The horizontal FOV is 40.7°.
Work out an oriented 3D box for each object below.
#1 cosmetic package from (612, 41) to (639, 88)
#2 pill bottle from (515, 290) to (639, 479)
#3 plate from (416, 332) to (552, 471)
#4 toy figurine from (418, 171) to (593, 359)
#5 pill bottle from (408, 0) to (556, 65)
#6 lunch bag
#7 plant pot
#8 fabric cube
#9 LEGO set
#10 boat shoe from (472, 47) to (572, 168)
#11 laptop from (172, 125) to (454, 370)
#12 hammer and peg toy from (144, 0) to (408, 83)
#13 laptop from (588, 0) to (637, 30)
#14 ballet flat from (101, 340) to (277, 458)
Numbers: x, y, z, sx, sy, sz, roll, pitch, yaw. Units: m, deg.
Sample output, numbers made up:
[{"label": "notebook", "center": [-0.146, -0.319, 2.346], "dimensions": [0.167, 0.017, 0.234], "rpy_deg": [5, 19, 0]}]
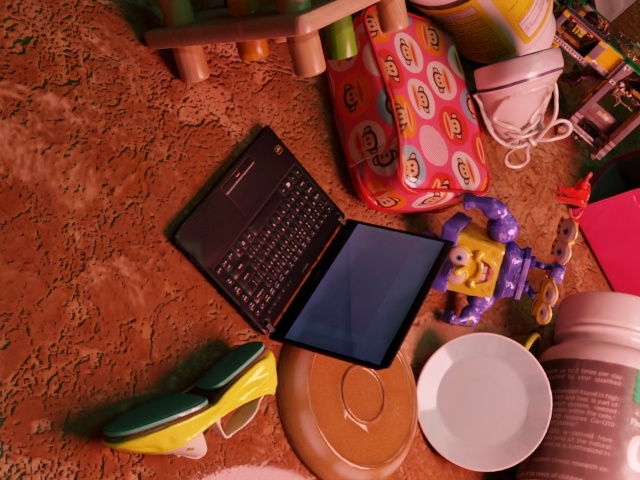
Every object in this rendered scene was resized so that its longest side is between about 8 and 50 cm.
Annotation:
[{"label": "cosmetic package", "center": [0.650, -0.375, 1.848], "dimensions": [0.041, 0.060, 0.115], "rpy_deg": [53, 48, -14]}, {"label": "pill bottle", "center": [0.399, 0.269, 1.237], "dimensions": [0.204, 0.204, 0.360], "rpy_deg": [30, 64, -31]}, {"label": "plate", "center": [0.223, 0.222, 1.190], "dimensions": [0.188, 0.024, 0.188], "rpy_deg": [0, 80, -1]}, {"label": "toy figurine", "center": [0.244, 0.046, 1.273], "dimensions": [0.191, 0.217, 0.362], "rpy_deg": [-50, 153, -56]}, {"label": "pill bottle", "center": [0.256, -0.398, 1.374], "dimensions": [0.334, 0.188, 0.187], "rpy_deg": [24, 57, -55]}, {"label": "lunch bag", "center": [0.143, -0.188, 1.270], "dimensions": [0.258, 0.120, 0.293], "rpy_deg": [0, 74, -43]}, {"label": "plant pot", "center": [0.047, 0.197, 1.097], "dimensions": [0.236, 0.032, 0.236], "rpy_deg": [18, 63, -38]}, {"label": "fabric cube", "center": [0.667, -0.034, 1.595], "dimensions": [0.254, 0.259, 0.258], "rpy_deg": [-41, 105, -44]}, {"label": "LEGO set", "center": [0.488, -0.307, 1.625], "dimensions": [0.331, 0.192, 0.255], "rpy_deg": [35, 33, -11]}, {"label": "boat shoe", "center": [0.306, -0.193, 1.333], "dimensions": [0.367, 0.136, 0.156], "rpy_deg": [-21, 97, -86]}, {"label": "laptop", "center": [0.000, 0.000, 1.055], "dimensions": [0.264, 0.137, 0.234], "rpy_deg": [49, 47, -17]}, {"label": "hammer and peg toy", "center": [-0.018, -0.307, 1.092], "dimensions": [0.361, 0.266, 0.127], "rpy_deg": [-38, 123, -44]}, {"label": "laptop", "center": [0.685, -0.690, 1.786], "dimensions": [0.382, 0.236, 0.407], "rpy_deg": [-38, 116, -51]}, {"label": "ballet flat", "center": [-0.126, 0.185, 0.919], "dimensions": [0.231, 0.077, 0.077], "rpy_deg": [-28, 110, -47]}]
